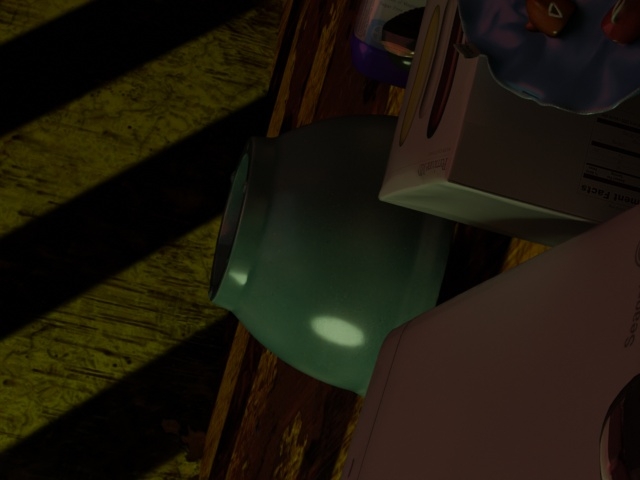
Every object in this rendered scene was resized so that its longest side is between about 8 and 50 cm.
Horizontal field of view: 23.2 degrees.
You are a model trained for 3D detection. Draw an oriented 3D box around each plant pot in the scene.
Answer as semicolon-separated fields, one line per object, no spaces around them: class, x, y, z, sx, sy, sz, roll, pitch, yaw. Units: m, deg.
plant pot;0.000;0.000;1.571;0.293;0.196;0.293;-166;90;-80

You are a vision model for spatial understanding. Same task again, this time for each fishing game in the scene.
fishing game;0.148;-0.163;0.855;0.189;0.041;0.264;-47;56;16

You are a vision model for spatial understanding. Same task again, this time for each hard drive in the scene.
hard drive;0.107;0.119;0.935;0.353;0.047;0.233;-33;34;59

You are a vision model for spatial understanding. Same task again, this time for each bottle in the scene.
bottle;0.118;-0.287;1.523;0.092;0.118;0.283;-92;19;-66

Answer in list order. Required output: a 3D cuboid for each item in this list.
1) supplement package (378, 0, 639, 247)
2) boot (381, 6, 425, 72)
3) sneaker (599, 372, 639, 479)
supplement package;0.147;-0.110;1.009;0.194;0.149;0.203;167;117;-79
boot;0.115;-0.105;1.191;0.077;0.198;0.137;32;119;40
sneaker;0.205;0.109;0.576;0.281;0.106;0.162;-106;34;-50
